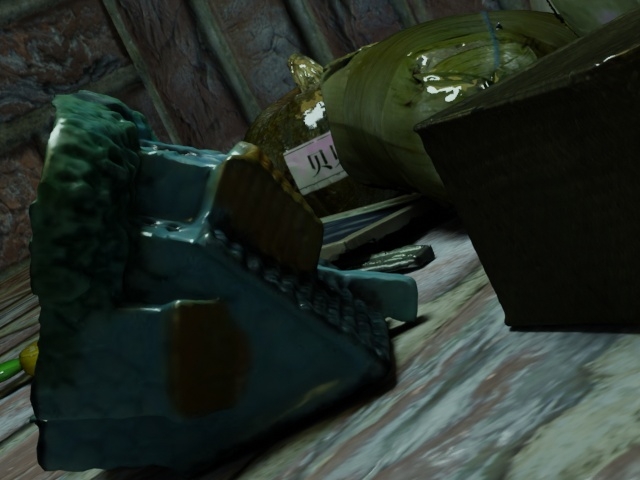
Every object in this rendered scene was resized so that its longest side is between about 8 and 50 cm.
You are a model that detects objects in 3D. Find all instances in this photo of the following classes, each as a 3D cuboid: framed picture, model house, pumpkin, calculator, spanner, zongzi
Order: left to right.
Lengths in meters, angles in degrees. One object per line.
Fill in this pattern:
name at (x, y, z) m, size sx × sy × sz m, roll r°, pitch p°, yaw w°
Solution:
calculator at (-0.244, 0.100, 1.944) m, size 0.234 × 0.032 × 0.146 m, roll -26°, pitch 6°, yaw -9°
model house at (-0.053, 0.025, 1.171) m, size 0.241 × 0.226 × 0.261 m, roll 4°, pitch 9°, yaw 0°
spanner at (-0.013, 0.037, 1.583) m, size 0.093 × 0.026 × 0.325 m, roll -28°, pitch 7°, yaw -37°
framed picture at (0.000, 0.000, 1.666) m, size 0.209 × 0.019 × 0.281 m, roll -16°, pitch 6°, yaw 28°
pumpkin at (0.022, -0.125, 2.007) m, size 0.260 × 0.189 × 0.260 m, roll -26°, pitch 5°, yaw 2°
zongzi at (0.213, -0.127, 1.618) m, size 0.360 × 0.160 × 0.323 m, roll -11°, pitch 15°, yaw -15°

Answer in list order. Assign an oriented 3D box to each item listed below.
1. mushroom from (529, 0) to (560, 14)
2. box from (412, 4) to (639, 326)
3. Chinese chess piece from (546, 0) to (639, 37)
mushroom at (0.356, -0.292, 2.138) m, size 0.207 × 0.207 × 0.215 m, roll -23°, pitch -27°, yaw 21°
box at (0.195, -0.054, 0.993) m, size 0.184 × 0.143 × 0.273 m, roll -29°, pitch 6°, yaw -17°
Chinese chess piece at (0.313, -0.278, 1.380) m, size 0.349 × 0.349 × 0.146 m, roll -28°, pitch 10°, yaw -14°
